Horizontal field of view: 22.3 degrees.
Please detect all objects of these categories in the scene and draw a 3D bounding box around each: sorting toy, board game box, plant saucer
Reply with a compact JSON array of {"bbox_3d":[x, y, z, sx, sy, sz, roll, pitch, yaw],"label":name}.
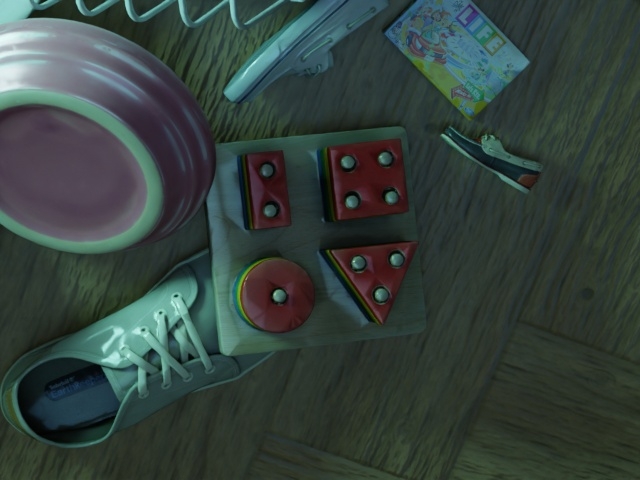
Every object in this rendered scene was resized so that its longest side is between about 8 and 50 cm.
[{"bbox_3d":[0.000,0.000,1.939,0.257,0.089,0.256,-6,92,-14],"label":"sorting toy"},{"bbox_3d":[0.165,-0.235,1.972,0.154,0.026,0.103,43,98,-13],"label":"board game box"},{"bbox_3d":[-0.289,-0.100,1.870,0.332,0.084,0.332,9,135,9],"label":"plant saucer"}]

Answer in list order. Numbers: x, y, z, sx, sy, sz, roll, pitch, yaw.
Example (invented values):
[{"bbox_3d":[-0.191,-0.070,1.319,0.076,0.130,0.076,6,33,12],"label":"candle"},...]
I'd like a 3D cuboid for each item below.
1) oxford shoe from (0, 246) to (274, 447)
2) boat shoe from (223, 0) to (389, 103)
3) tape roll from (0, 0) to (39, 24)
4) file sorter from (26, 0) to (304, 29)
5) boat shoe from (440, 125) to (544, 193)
[{"bbox_3d":[-0.190,0.132,1.997,0.449,0.130,0.169,-26,101,1],"label":"oxford shoe"},{"bbox_3d":[-0.013,-0.230,1.933,0.226,0.083,0.076,-43,102,7],"label":"boat shoe"},{"bbox_3d":[-0.443,-0.354,1.866,0.286,0.100,0.286,-1,105,-3],"label":"tape roll"},{"bbox_3d":[-0.173,-0.343,1.772,0.277,0.173,0.193,9,119,22],"label":"file sorter"},{"bbox_3d":[0.211,-0.107,1.998,0.137,0.049,0.043,30,98,-13],"label":"boat shoe"}]
